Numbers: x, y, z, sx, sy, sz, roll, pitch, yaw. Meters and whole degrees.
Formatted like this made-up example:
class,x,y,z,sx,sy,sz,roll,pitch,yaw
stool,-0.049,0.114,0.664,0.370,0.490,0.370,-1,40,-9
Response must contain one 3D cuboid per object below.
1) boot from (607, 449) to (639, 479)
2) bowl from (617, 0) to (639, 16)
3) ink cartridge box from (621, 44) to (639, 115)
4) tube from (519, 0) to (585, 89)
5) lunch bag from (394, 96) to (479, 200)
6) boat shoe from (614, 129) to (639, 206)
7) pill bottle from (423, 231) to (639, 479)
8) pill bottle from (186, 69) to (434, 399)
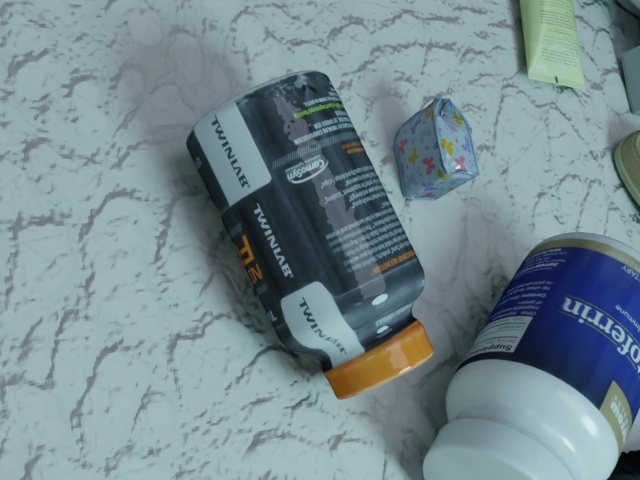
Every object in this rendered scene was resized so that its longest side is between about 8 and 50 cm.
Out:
class,x,y,z,sx,sy,sz,roll,pitch,yaw
boot,0.392,0.312,0.882,0.246,0.094,0.207,0,91,-5
bowl,0.457,-0.389,1.195,0.297,0.134,0.298,14,65,-30
ink cartridge box,0.512,-0.212,1.147,0.208,0.153,0.087,0,77,-34
tube,0.265,-0.297,1.081,0.070,0.062,0.240,-7,77,9
lunch bag,0.111,-0.089,0.876,0.053,0.071,0.083,-1,72,-33
boat shoe,0.466,-0.034,1.021,0.109,0.098,0.302,-33,66,-18
pill bottle,0.203,0.127,0.801,0.153,0.153,0.265,47,53,-10
pill bottle,0.000,0.000,0.726,0.130,0.130,0.246,-23,84,-38
